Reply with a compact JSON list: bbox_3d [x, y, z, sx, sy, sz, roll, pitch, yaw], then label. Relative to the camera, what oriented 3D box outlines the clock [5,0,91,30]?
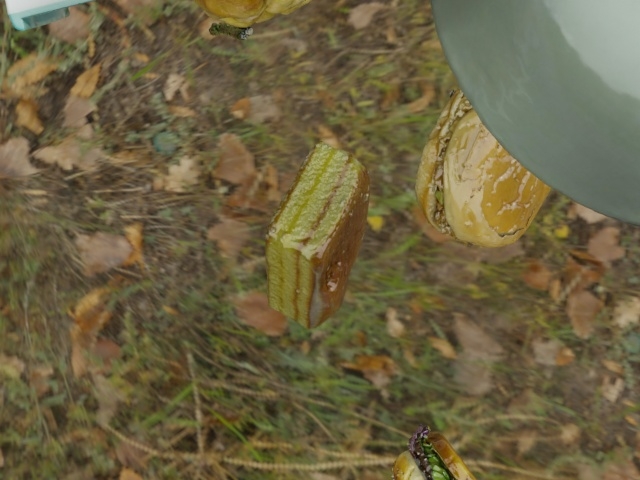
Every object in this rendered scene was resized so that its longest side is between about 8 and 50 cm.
[{"bbox_3d":[-0.276,-0.360,1.616,0.231,0.262,0.116,-13,103,5],"label":"clock"}]

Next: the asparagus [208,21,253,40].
[{"bbox_3d":[-0.133,-0.301,1.783,0.022,0.233,0.023,1,100,-16],"label":"asparagus"}]

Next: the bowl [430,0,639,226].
[{"bbox_3d":[0.219,-0.160,0.691,0.289,0.146,0.289,4,75,-14],"label":"bowl"}]

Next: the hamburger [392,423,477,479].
[{"bbox_3d":[0.152,0.317,1.565,0.093,0.189,0.164,-36,79,-3],"label":"hamburger"}]

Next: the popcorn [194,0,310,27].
[{"bbox_3d":[-0.060,-0.220,0.822,0.180,0.180,0.170,26,112,-14],"label":"popcorn"}]

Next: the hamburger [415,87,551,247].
[{"bbox_3d":[0.211,-0.091,1.569,0.213,0.108,0.214,-19,118,-40],"label":"hamburger"}]

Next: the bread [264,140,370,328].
[{"bbox_3d":[0.000,0.000,1.785,0.110,0.234,0.184,23,64,13],"label":"bread"}]
